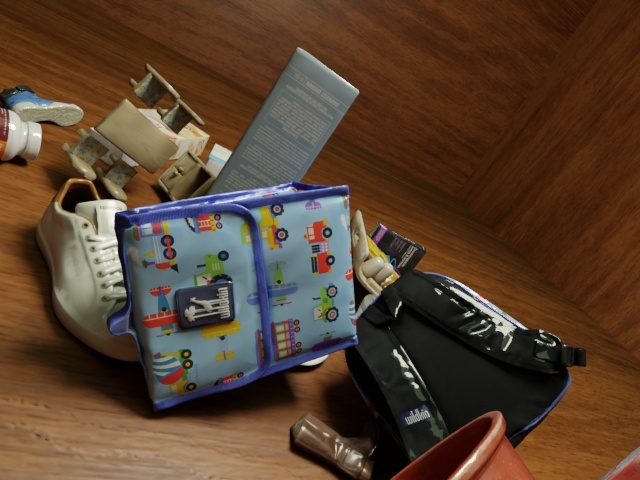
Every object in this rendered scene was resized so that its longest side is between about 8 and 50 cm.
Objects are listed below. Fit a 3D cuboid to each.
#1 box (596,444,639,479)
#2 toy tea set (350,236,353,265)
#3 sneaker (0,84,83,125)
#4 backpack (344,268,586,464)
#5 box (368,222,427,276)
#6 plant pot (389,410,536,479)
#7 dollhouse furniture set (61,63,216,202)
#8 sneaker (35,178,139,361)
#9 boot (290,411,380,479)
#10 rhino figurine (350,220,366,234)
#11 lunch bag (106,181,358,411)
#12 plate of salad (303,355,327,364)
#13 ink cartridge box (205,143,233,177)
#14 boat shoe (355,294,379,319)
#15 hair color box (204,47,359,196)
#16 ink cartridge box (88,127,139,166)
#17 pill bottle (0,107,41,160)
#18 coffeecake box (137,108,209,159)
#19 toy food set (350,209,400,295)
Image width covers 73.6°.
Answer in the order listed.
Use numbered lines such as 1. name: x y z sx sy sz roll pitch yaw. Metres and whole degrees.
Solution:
1. box: 0.387 0.348 0.499 0.154 0.300 0.142 11 29 -44
2. toy tea set: 0.000 0.000 1.003 0.124 0.200 0.336 -11 17 12
3. sneaker: -0.591 -0.289 0.906 0.084 0.058 0.152 45 30 9
4. backpack: 0.177 0.186 0.632 0.263 0.276 0.213 47 -11 26
5. box: 0.195 0.035 1.182 0.162 0.116 0.029 26 24 -14
6. plant pot: 0.113 0.316 0.292 0.272 0.272 0.265 -1 47 -54
7. dollhouse furniture set: -0.295 -0.148 0.802 0.161 0.212 0.242 44 -2 33
8. sneaker: -0.285 0.023 0.553 0.290 0.123 0.106 44 22 25
9. boot: 0.020 0.257 0.574 0.114 0.037 0.106 28 19 4
10. rhino figurine: 0.034 -0.052 1.213 0.243 0.073 0.106 20 38 -31
11. lunch bag: -0.109 0.055 0.532 0.293 0.220 0.138 -14 16 -34
12. plate of salad: -0.064 0.128 0.722 0.200 0.048 0.200 34 26 -19
13. ink cartridge box: -0.246 -0.170 1.066 0.090 0.092 0.143 25 23 -17
14. boat shoe: 0.187 0.202 0.847 0.320 0.103 0.118 22 22 -32
15. hair color box: -0.095 -0.115 0.724 0.114 0.374 0.185 33 12 -10
16. ink cartridge box: -0.438 -0.207 0.943 0.088 0.052 0.122 33 22 3
17. pill bottle: -0.544 -0.177 0.687 0.152 0.086 0.086 7 32 -46
18. coffeecake box: -0.407 -0.281 1.125 0.142 0.068 0.185 34 22 4
19. toy food set: 0.182 0.080 0.993 0.306 0.092 0.219 46 18 -21
